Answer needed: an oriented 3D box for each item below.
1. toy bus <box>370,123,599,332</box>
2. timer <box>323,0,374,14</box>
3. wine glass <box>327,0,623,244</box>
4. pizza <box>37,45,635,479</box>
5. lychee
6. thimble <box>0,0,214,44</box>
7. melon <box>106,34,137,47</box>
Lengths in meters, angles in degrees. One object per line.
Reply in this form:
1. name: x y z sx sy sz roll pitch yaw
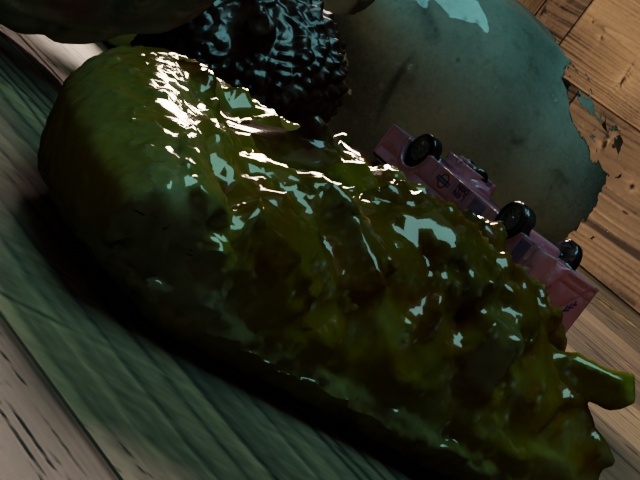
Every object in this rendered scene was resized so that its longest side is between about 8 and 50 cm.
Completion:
1. toy bus: 0.084 0.002 1.173 0.063 0.090 0.203 33 8 -36
2. timer: -0.101 -0.181 1.177 0.266 0.175 0.175 43 7 11
3. wine glass: 0.063 -0.128 1.352 0.357 0.190 0.190 44 0 -40
4. pizza: -0.028 -0.017 0.745 0.268 0.087 0.258 29 7 -42
5. lychee: -0.045 -0.098 1.072 0.123 0.123 0.129 38 -1 7
6. thimble: -0.120 -0.211 0.965 0.211 0.185 0.149 55 32 -52
7. melon: -0.107 -0.130 1.386 0.114 0.053 0.262 20 -1 9
